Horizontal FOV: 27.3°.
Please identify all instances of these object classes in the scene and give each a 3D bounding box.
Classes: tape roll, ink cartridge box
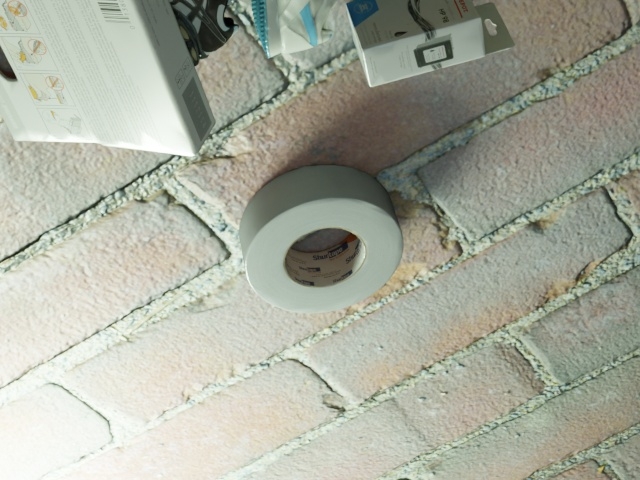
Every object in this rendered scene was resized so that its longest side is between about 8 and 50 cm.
[{"bbox_3d":[0.000,0.000,1.804,0.219,0.072,0.219,-8,135,-8],"label":"tape roll"},{"bbox_3d":[0.130,-0.256,1.565,0.180,0.104,0.060,-16,134,0],"label":"ink cartridge box"},{"bbox_3d":[-0.284,-0.229,1.502,0.261,0.066,0.296,7,141,23],"label":"ink cartridge box"}]

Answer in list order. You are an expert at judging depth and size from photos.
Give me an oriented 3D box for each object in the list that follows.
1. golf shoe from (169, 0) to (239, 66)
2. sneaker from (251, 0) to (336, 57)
[{"bbox_3d":[-0.153,-0.294,1.492,0.094,0.077,0.198,-28,139,-8],"label":"golf shoe"},{"bbox_3d":[-0.029,-0.313,1.493,0.092,0.087,0.229,-13,142,-12],"label":"sneaker"}]
